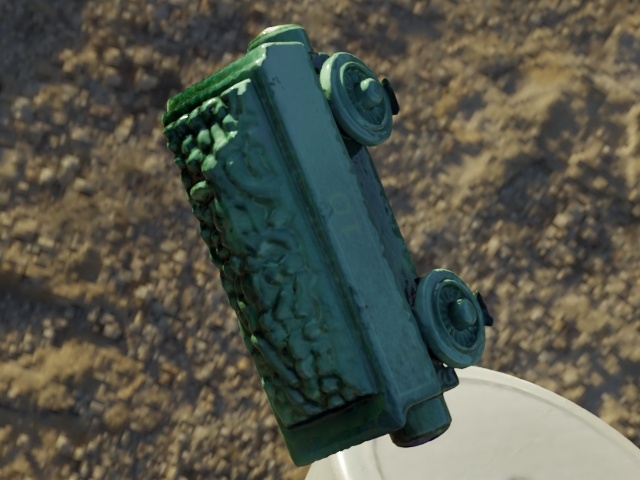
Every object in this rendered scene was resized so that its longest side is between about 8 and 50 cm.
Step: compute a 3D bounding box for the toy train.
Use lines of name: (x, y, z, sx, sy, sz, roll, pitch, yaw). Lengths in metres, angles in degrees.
toy train: (0.000, 0.000, 0.584, 0.099, 0.070, 0.172, -13, 79, -55)

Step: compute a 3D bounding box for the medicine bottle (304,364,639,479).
medicine bottle: (0.078, 0.230, 0.910, 0.238, 0.232, 0.238, 18, 29, -11)
